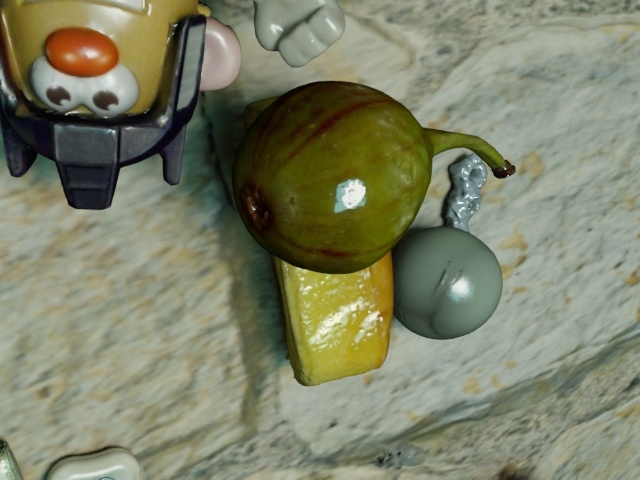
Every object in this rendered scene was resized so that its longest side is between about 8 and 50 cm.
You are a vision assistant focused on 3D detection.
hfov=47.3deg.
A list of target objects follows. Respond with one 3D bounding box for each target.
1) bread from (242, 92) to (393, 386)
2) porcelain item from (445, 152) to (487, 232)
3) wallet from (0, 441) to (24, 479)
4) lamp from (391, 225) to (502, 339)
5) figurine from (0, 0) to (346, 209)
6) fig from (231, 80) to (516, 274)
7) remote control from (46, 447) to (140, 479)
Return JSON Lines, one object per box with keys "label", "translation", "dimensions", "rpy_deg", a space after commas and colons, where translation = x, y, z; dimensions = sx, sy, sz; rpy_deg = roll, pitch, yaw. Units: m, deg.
{"label": "bread", "translation": [0.000, 0.000, 0.597], "dimensions": [0.094, 0.102, 0.245], "rpy_deg": [-15, 107, -18]}
{"label": "porcelain item", "translation": [0.138, -0.042, 0.696], "dimensions": [0.036, 0.028, 0.083], "rpy_deg": [6, 98, -26]}
{"label": "wallet", "translation": [-0.288, 0.227, 0.531], "dimensions": [0.155, 0.039, 0.110], "rpy_deg": [-20, 100, -21]}
{"label": "lamp", "translation": [0.110, 0.038, 0.658], "dimensions": [0.105, 0.105, 0.105], "rpy_deg": [-7, 105, -26]}
{"label": "figurine", "translation": [-0.134, -0.169, 0.449], "dimensions": [0.143, 0.309, 0.308], "rpy_deg": [-48, 131, -61]}
{"label": "fig", "translation": [0.056, -0.050, 0.497], "dimensions": [0.236, 0.124, 0.124], "rpy_deg": [-12, 108, -31]}
{"label": "remote control", "translation": [-0.182, 0.231, 0.594], "dimensions": [0.074, 0.032, 0.122], "rpy_deg": [-7, 106, -26]}
